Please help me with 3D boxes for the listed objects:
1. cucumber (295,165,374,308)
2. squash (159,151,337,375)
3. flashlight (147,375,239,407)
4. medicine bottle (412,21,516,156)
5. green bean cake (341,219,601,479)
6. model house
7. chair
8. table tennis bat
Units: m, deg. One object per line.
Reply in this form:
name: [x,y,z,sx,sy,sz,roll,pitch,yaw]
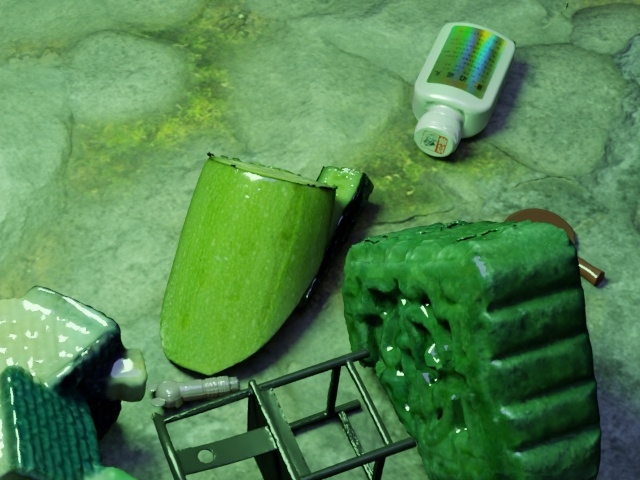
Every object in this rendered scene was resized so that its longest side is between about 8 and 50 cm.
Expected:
cucumber: [-0.001,0.001,1.690,0.078,0.062,0.211,10,58,27]
squash: [-0.094,0.032,1.640,0.189,0.189,0.261,14,95,8]
flashlight: [-0.152,0.183,1.555,0.110,0.031,0.052,-6,28,-12]
medicine bottle: [0.196,-0.214,1.843,0.115,0.078,0.219,19,54,10]
green bean cake: [0.164,0.137,1.474,0.169,0.300,0.308,-12,95,-28]
model house: [-0.319,0.213,1.391,0.284,0.243,0.298,-10,50,-12]
chair: [-0.043,0.243,1.443,0.260,0.141,0.154,-16,55,-16]
table tennis bat: [0.310,0.009,1.715,0.154,0.019,0.098,37,59,26]
